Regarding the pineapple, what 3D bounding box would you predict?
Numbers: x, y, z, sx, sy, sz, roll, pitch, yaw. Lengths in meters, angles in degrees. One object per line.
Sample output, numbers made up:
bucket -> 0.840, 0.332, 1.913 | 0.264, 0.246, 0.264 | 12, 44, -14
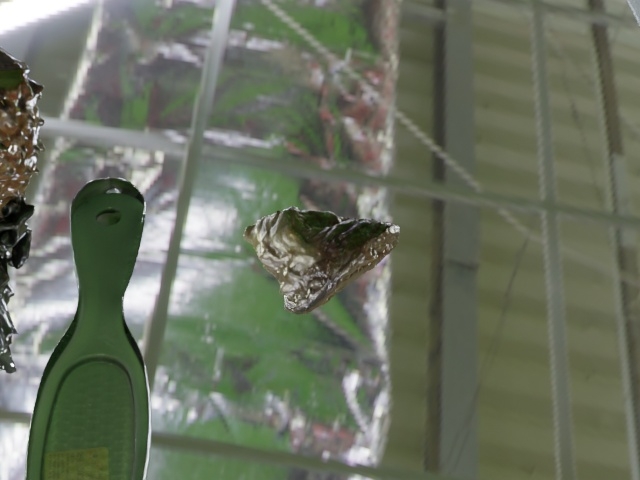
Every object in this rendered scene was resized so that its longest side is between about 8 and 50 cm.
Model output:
pineapple -> -0.352, -0.017, 1.482 | 0.165, 0.364, 0.165 | 3, -150, -2

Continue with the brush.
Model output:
brush -> -0.129, 0.077, 0.864 | 0.068, 0.060, 0.297 | -2, -137, -1

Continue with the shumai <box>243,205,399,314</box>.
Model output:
shumai -> 0.007, 0.006, 1.336 | 0.123, 0.105, 0.139 | -34, -161, -18

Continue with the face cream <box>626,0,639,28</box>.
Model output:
face cream -> 0.251, -0.205, 1.102 | 0.057, 0.198, 0.084 | -27, -175, 3
